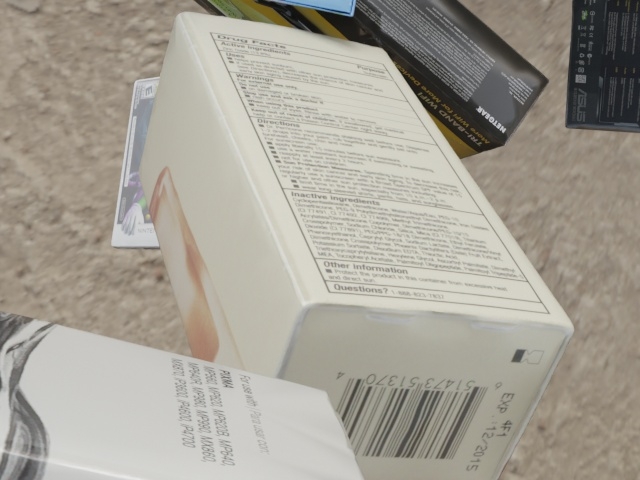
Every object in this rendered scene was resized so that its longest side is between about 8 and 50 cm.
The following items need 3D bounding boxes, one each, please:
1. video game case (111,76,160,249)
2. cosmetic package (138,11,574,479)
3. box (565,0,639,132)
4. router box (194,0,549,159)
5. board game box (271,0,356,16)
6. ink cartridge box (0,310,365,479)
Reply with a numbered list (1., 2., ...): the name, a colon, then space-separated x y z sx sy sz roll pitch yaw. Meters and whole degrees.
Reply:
1. video game case: -0.151 -0.084 1.302 0.173 0.022 0.191 0 79 43
2. cosmetic package: 0.000 0.000 0.702 0.153 0.296 0.129 6 123 -22
3. box: 0.328 -0.208 1.154 0.183 0.059 0.233 5 130 14
4. router box: 0.030 -0.197 1.159 0.309 0.243 0.081 39 76 -11
5. board game box: -0.068 -0.238 0.771 0.211 0.039 0.160 11 100 0
6. ink cartridge box: -0.139 0.124 0.386 0.272 0.114 0.197 14 102 -14
